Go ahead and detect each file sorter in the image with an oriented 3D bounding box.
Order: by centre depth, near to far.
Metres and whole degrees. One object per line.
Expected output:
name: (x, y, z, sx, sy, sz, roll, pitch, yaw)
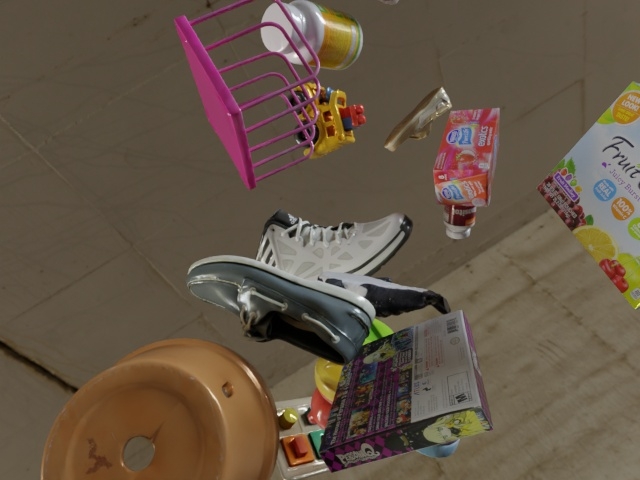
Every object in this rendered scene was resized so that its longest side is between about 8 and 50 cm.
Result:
file sorter: (-0.117, -0.271, 0.812, 0.182, 0.202, 0.290, -28, -12, -11)

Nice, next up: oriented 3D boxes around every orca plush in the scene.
orca plush: (0.104, 0.127, 0.817, 0.151, 0.287, 0.102, -4, -83, -58)

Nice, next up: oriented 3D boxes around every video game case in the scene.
video game case: (0.117, 0.199, 0.597, 0.210, 0.232, 0.041, -26, -79, 19)

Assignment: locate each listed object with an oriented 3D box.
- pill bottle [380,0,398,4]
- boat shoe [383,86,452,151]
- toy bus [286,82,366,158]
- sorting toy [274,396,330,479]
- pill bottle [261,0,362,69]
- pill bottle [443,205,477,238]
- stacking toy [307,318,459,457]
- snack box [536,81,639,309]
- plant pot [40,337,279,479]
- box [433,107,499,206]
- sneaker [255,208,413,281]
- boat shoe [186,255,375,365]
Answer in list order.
pill bottle: (0.183, -0.696, 1.015, 0.118, 0.117, 0.208, 0, -41, -31)
boat shoe: (0.206, -0.240, 0.879, 0.170, 0.063, 0.059, -45, -75, 1)
toy bus: (0.027, -0.376, 1.260, 0.212, 0.220, 0.149, -14, 3, 25)
sorting toy: (-0.035, 0.443, 0.987, 0.348, 0.196, 0.047, 6, -57, -35)
pill bottle: (-0.019, -0.490, 1.016, 0.246, 0.136, 0.136, -19, -41, -48)
pill bottle: (0.383, -0.084, 1.163, 0.086, 0.086, 0.151, -18, -56, -17)
stacking toy: (0.134, 0.296, 0.867, 0.309, 0.279, 0.130, 17, -68, 1)
snack box: (0.388, -0.053, 0.501, 0.070, 0.207, 0.174, -1, -39, -24)
plant pot: (-0.201, 0.264, 0.548, 0.291, 0.290, 0.203, -24, -17, -11)
box: (0.378, -0.216, 1.084, 0.256, 0.128, 0.122, -65, -33, -35)
sneaker: (-0.001, 0.001, 1.110, 0.448, 0.169, 0.257, -33, -78, 25)
boat shoe: (-0.082, 0.107, 0.653, 0.320, 0.099, 0.116, 12, -38, 16)
